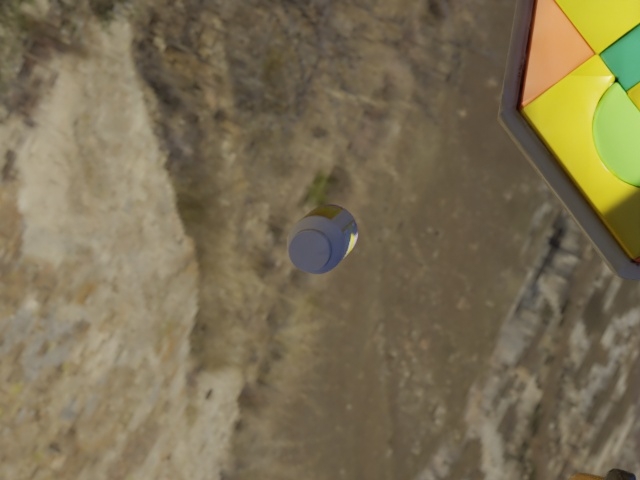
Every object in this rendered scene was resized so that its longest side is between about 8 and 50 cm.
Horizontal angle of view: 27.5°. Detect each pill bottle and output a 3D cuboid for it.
[{"bbox_3d":[0.000,0.000,0.967,0.083,0.043,0.043,-41,155,-74],"label":"pill bottle"}]

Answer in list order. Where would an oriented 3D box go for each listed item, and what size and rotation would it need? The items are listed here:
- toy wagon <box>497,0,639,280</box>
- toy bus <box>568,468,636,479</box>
[{"bbox_3d":[0.262,-0.129,0.687,0.344,0.267,0.068,-37,178,8],"label":"toy wagon"},{"bbox_3d":[0.256,0.247,0.898,0.333,0.108,0.130,-143,-113,-82],"label":"toy bus"}]
